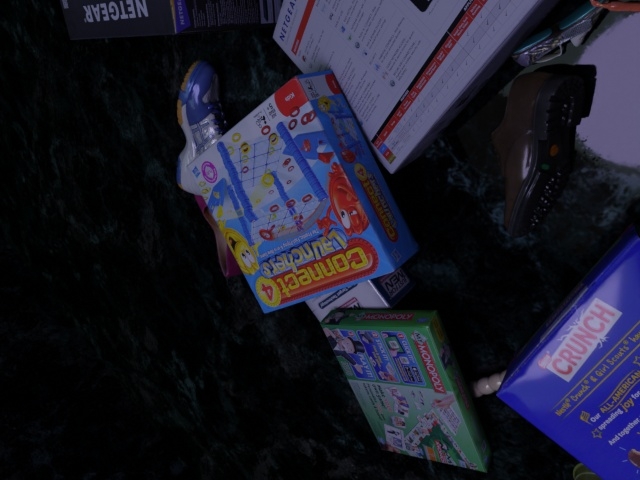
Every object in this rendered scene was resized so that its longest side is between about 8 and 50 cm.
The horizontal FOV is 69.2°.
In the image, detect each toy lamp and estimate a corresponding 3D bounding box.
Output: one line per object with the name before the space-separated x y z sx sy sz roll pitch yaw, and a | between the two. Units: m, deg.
toy lamp | 0.292 0.240 0.779 0.080 0.080 0.275 52 134 6

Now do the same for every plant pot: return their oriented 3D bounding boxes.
plant pot | 0.443 0.416 0.742 0.083 0.079 0.083 19 124 32

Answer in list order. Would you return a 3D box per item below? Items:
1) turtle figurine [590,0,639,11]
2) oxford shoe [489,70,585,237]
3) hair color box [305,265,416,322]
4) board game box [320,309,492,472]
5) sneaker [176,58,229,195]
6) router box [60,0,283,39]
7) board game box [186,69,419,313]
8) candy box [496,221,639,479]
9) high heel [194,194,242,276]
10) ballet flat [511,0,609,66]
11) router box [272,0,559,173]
turtle figurine | 0.268 -0.358 0.473 0.269 0.087 0.217 39 148 28
oxford shoe | 0.276 -0.111 0.622 0.096 0.083 0.227 40 139 49
hair color box | 0.000 0.000 0.885 0.347 0.105 0.174 54 134 5
board game box | 0.151 0.261 0.815 0.213 0.046 0.317 -7 116 39
sneaker | -0.222 -0.223 0.979 0.131 0.112 0.296 20 128 11
router box | -0.249 -0.397 0.793 0.309 0.243 0.081 15 122 34
board game box | -0.044 -0.059 0.760 0.308 0.086 0.302 -25 94 42
candy box | 0.430 0.179 0.553 0.317 0.122 0.268 38 115 17
high heel | -0.243 -0.024 1.074 0.244 0.117 0.082 51 135 7
ballet flat | 0.290 -0.245 0.558 0.114 0.041 0.041 -22 97 45
router box | 0.096 -0.300 0.603 0.301 0.082 0.335 51 149 7
